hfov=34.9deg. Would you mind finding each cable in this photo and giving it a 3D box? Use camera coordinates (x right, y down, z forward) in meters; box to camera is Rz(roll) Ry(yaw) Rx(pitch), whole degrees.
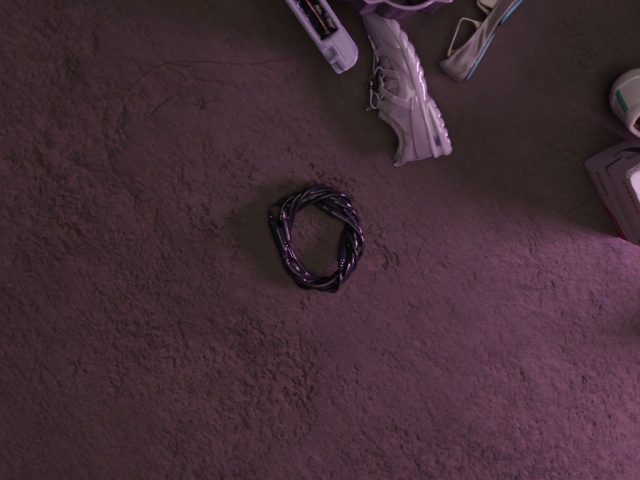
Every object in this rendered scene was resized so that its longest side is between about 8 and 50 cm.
[{"bbox_3d":[0.000,0.000,1.730,0.150,0.047,0.184,-22,97,-3],"label":"cable"}]

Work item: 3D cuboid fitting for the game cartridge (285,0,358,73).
[{"bbox_3d":[-0.036,-0.393,1.579,0.060,0.196,0.294,-35,99,4],"label":"game cartridge"}]

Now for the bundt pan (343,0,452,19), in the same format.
[{"bbox_3d":[0.107,-0.489,1.571,0.330,0.124,0.331,2,80,-10],"label":"bundt pan"}]

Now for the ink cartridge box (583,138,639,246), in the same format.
[{"bbox_3d":[0.526,-0.072,1.641,0.092,0.218,0.158,-28,100,3],"label":"ink cartridge box"}]

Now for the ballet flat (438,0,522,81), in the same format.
[{"bbox_3d":[0.269,-0.359,1.659,0.068,0.072,0.213,35,97,-1],"label":"ballet flat"}]

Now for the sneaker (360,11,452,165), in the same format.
[{"bbox_3d":[0.116,-0.252,1.656,0.115,0.105,0.281,-22,97,9],"label":"sneaker"}]

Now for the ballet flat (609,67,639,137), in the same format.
[{"bbox_3d":[0.656,-0.160,1.658,0.400,0.139,0.139,19,99,-9],"label":"ballet flat"}]
